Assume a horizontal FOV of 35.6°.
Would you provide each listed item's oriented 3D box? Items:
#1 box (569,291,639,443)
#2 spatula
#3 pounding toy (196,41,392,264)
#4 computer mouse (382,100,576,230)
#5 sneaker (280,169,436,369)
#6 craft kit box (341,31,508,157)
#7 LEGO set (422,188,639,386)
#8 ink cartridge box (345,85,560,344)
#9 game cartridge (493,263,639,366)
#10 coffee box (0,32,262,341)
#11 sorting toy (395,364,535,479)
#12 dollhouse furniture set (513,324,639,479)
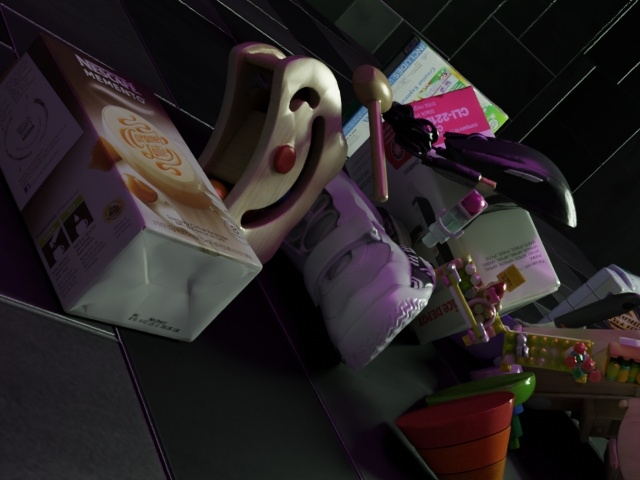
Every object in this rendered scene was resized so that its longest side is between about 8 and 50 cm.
[{"bbox_3d":[0.509,0.238,1.414,0.293,0.073,0.295,29,-29,25],"label":"box"},{"bbox_3d":[0.303,0.111,1.330,0.084,0.296,0.030,39,56,-23],"label":"spatula"},{"bbox_3d":[-0.025,-0.094,0.974,0.155,0.269,0.154,24,-21,37],"label":"pounding toy"},{"bbox_3d":[0.191,-0.084,1.084,0.262,0.060,0.184,29,15,-9],"label":"computer mouse"},{"bbox_3d":[0.000,0.000,1.093,0.210,0.137,0.366,41,11,-10],"label":"sneaker"},{"bbox_3d":[0.179,-0.215,1.851,0.246,0.250,0.061,37,16,-26],"label":"craft kit box"},{"bbox_3d":[0.214,0.082,1.041,0.287,0.132,0.107,43,4,7],"label":"LEGO set"},{"bbox_3d":[0.159,-0.025,1.259,0.273,0.114,0.197,67,-24,9],"label":"ink cartridge box"},{"bbox_3d":[0.423,0.138,1.594,0.068,0.230,0.355,49,16,24],"label":"game cartridge"},{"bbox_3d":[-0.173,-0.045,0.834,0.141,0.098,0.246,23,26,-52],"label":"coffee box"},{"bbox_3d":[0.186,0.221,1.100,0.365,0.127,0.126,-2,78,-72],"label":"sorting toy"},{"bbox_3d":[0.324,0.295,1.232,0.303,0.174,0.355,82,12,-52],"label":"dollhouse furniture set"}]
